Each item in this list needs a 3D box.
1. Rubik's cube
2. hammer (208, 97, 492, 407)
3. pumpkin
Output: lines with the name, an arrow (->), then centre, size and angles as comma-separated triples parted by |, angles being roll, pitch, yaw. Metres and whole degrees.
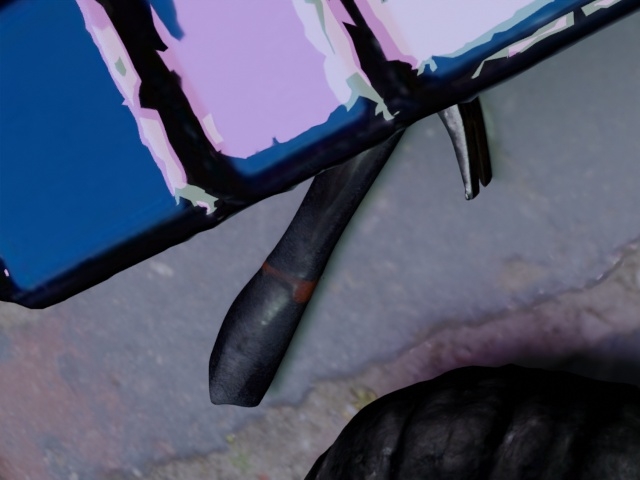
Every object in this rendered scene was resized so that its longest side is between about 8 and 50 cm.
Rubik's cube -> -0.015, -0.176, 0.443 | 0.288, 0.293, 0.284 | -26, 93, 30
hammer -> 0.000, 0.000, 0.692 | 0.137, 0.037, 0.290 | 35, 124, 11
pumpkin -> 0.101, 0.216, 0.599 | 0.295, 0.296, 0.296 | 12, 118, 23
